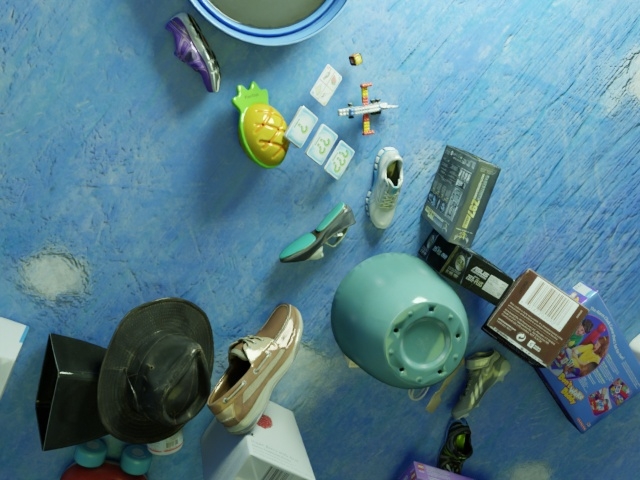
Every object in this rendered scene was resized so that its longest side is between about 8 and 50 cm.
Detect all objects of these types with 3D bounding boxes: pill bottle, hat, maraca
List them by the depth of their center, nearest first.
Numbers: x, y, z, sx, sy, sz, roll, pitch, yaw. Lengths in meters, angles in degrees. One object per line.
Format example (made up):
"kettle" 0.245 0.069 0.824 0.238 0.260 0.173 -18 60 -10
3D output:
"maraca" -0.127 -0.242 1.486 0.127 0.099 0.186 -30 104 -49
"hat" -0.317 0.294 1.513 0.331 0.133 0.332 -10 105 -44
"pill bottle" -0.367 0.412 1.645 0.087 0.087 0.160 -2 107 -12

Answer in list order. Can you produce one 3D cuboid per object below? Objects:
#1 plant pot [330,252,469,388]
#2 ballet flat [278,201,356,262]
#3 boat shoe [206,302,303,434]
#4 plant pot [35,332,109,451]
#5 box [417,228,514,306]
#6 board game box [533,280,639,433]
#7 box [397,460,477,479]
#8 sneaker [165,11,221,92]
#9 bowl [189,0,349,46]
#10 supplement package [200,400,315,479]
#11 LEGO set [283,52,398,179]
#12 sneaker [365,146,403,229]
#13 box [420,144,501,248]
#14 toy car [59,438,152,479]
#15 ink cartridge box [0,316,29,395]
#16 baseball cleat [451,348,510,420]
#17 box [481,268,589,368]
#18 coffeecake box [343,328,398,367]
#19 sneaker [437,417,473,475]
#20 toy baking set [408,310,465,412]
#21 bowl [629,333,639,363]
"plant pot" 0.192 0.191 1.547 0.292 0.235 0.293 -2 100 -13
"ballet flat" 0.000 0.000 1.610 0.203 0.074 0.074 -40 111 -1
"boat shoe" -0.143 0.265 1.564 0.116 0.123 0.325 44 53 -26
"plant pot" -0.518 0.329 1.544 0.166 0.187 0.188 7 106 -29
"box" 0.343 0.061 1.664 0.180 0.147 0.078 30 99 -19
"board game box" 0.692 0.313 1.859 0.233 0.078 0.347 -36 111 1
"box" 0.323 0.708 1.882 0.293 0.057 0.201 22 118 -18
"sneaker" -0.259 -0.379 1.443 0.071 0.068 0.170 -25 103 12
"bowl" -0.105 -0.589 1.395 0.390 0.077 0.392 -4 108 -12
"supplement package" -0.152 0.500 1.611 0.177 0.293 0.175 30 99 -20
"LEGO set" 0.053 -0.273 1.509 0.182 0.060 0.244 36 81 -36
"sneaker" 0.151 -0.112 1.601 0.071 0.083 0.191 0 108 -14
"box" 0.304 -0.103 1.557 0.059 0.233 0.184 17 103 -11
"toy car" -0.497 0.614 1.599 0.210 0.238 0.219 15 103 -17
"ink cartridge box" -0.746 0.287 1.474 0.168 0.171 0.233 22 101 -18
"baseball cleat" 0.394 0.366 1.823 0.109 0.072 0.206 44 89 -7
"box" 0.503 0.190 1.673 0.168 0.203 0.167 36 87 13
"coffeecake box" 0.138 0.209 1.706 0.142 0.068 0.186 1 106 -13
"sneaker" 0.360 0.564 1.862 0.067 0.078 0.188 3 109 -15
"toy baking set" 0.283 0.298 1.761 0.196 0.030 0.256 -31 117 -20
"bowl" 0.934 0.301 1.925 0.142 0.053 0.142 -37 112 -1
